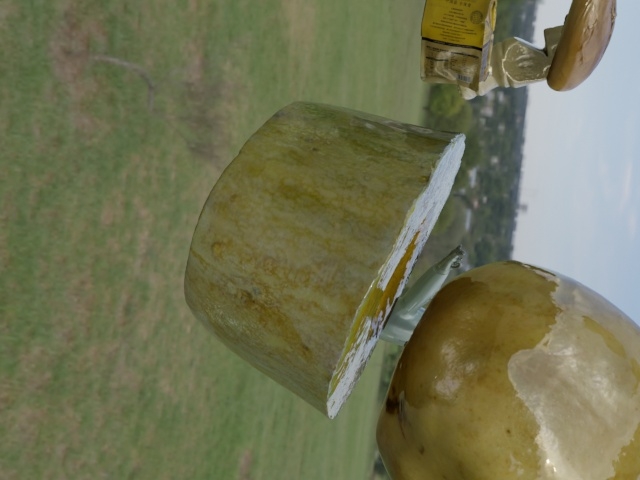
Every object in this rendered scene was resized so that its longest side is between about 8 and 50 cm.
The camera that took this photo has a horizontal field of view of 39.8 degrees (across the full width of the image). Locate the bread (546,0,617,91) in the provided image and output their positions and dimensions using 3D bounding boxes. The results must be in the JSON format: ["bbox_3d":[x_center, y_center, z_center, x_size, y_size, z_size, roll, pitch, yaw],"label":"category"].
[{"bbox_3d":[0.390,-0.303,1.302,0.114,0.077,0.189,-68,168,-54],"label":"bread"}]

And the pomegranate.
[{"bbox_3d":[0.225,0.187,0.958,0.332,0.332,0.333,7,90,-82],"label":"pomegranate"}]

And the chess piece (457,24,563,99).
[{"bbox_3d":[0.325,-0.293,1.453,0.090,0.200,0.090,-9,90,-72],"label":"chess piece"}]

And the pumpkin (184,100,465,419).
[{"bbox_3d":[0.000,0.000,0.924,0.332,0.199,0.332,-61,172,-14],"label":"pumpkin"}]

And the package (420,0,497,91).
[{"bbox_3d":[0.143,-0.222,0.912,0.047,0.071,0.131,-52,154,-39],"label":"package"}]

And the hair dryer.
[{"bbox_3d":[0.192,0.093,1.352,0.237,0.206,0.075,110,-1,-46],"label":"hair dryer"}]
